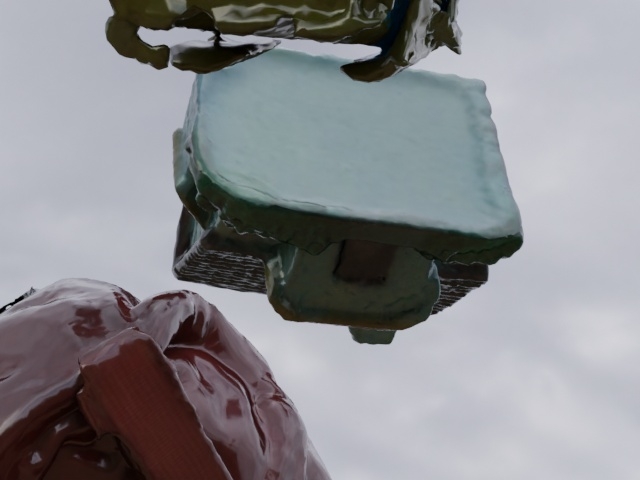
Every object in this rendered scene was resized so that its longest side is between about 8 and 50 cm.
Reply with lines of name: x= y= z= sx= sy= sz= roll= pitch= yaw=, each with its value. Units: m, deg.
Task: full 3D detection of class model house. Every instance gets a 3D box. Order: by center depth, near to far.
model house: x=0.000 y=0.000 z=1.506 sx=0.280 sy=0.230 sz=0.249 roll=8 pitch=-50 yaw=-13

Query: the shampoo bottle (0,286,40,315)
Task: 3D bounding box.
shampoo bottle: x=-0.106 y=0.124 z=0.921 sx=0.072 sy=0.072 sz=0.214 roll=-22 pitch=-69 yaw=46

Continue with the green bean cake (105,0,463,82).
green bean cake: x=0.041 y=-0.236 z=0.938 sx=0.285 sy=0.310 sz=0.202 roll=8 pitch=11 yaw=18

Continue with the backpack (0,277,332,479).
backpack: x=-0.076 y=0.133 z=0.656 sx=0.229 sy=0.229 sz=0.139 roll=32 pitch=-15 yaw=-25
